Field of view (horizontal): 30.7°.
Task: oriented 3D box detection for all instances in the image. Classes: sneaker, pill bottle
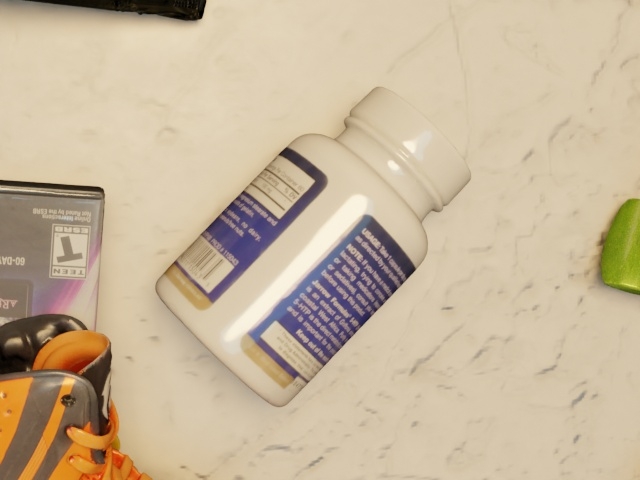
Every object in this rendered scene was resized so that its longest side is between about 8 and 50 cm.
[{"bbox_3d":[-0.108,0.148,0.645,0.321,0.124,0.180,13,102,-16],"label":"sneaker"},{"bbox_3d":[0.000,0.000,0.718,0.186,0.112,0.112,-46,99,-4],"label":"pill bottle"}]

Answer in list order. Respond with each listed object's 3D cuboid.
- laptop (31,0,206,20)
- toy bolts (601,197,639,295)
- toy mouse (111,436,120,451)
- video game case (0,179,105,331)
[{"bbox_3d":[-0.196,-0.268,0.687,0.264,0.136,0.234,0,108,-31],"label":"laptop"},{"bbox_3d":[0.323,-0.030,0.723,0.158,0.228,0.218,25,78,-18],"label":"toy bolts"},{"bbox_3d":[-0.198,0.122,0.728,0.143,0.031,0.161,2,103,-11],"label":"toy mouse"},{"bbox_3d":[-0.235,0.097,0.682,0.196,0.026,0.274,3,102,-13],"label":"video game case"}]
